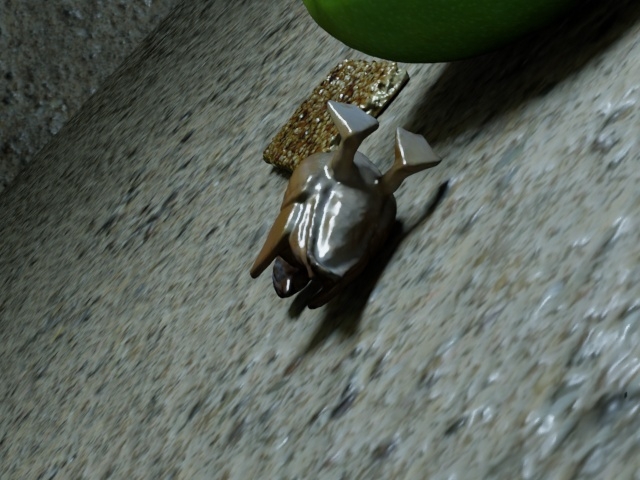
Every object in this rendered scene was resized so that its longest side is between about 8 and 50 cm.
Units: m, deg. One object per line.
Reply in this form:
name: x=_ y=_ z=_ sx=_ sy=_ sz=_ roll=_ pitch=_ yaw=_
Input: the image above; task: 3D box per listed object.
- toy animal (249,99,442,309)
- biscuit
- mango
toy animal: x=0.000 y=0.000 z=1.287 sx=0.179 sy=0.089 sz=0.188 roll=-57 pitch=7 yaw=33
biscuit: x=0.008 y=-0.113 z=1.679 sx=0.131 sy=0.025 sz=0.231 roll=-51 pitch=13 yaw=-4
mango: x=0.116 y=-0.245 z=1.318 sx=0.225 sy=0.201 sz=0.382 roll=-46 pitch=14 yaw=-25
